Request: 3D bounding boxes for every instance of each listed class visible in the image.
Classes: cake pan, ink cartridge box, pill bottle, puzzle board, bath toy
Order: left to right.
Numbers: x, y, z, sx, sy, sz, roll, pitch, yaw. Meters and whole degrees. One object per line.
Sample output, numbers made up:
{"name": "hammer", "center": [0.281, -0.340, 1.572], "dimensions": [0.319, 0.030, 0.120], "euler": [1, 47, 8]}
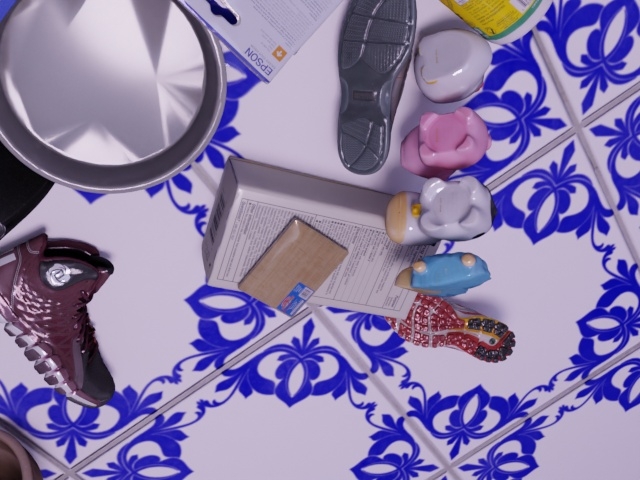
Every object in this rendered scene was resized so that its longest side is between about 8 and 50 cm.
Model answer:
{"name": "cake pan", "center": [-0.265, -0.201, 0.882], "dimensions": [0.293, 0.054, 0.293], "euler": [-6, 119, -11]}
{"name": "ink cartridge box", "center": [-0.070, -0.343, 0.849], "dimensions": [0.224, 0.045, 0.223], "euler": [-47, 120, 4]}
{"name": "puzzle board", "center": [-0.037, 0.039, 0.968], "dimensions": [0.096, 0.011, 0.128], "euler": [32, 107, -28]}
{"name": "bath toy", "center": [0.166, -0.104, 0.947], "dimensions": [0.151, 0.348, 0.129], "euler": [-1, 168, 28]}
{"name": "pill bottle", "center": [0.183, -0.347, 0.884], "dimensions": [0.208, 0.117, 0.117], "euler": [29, 107, -27]}

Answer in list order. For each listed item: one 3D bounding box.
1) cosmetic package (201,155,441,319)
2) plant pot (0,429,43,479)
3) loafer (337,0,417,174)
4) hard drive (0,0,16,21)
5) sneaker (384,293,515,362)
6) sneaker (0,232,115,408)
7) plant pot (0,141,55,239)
{"name": "cosmetic package", "center": [0.000, 0.000, 1.028], "dimensions": [0.310, 0.113, 0.160], "euler": [12, 114, -21]}
{"name": "plant pot", "center": [-0.512, 0.446, 1.081], "dimensions": [0.263, 0.263, 0.229], "euler": [-20, 139, -3]}
{"name": "loafer", "center": [0.074, -0.225, 0.958], "dimensions": [0.096, 0.084, 0.267], "euler": [14, 113, 13]}
{"name": "hard drive", "center": [-0.421, -0.356, 0.681], "dimensions": [0.210, 0.040, 0.319], "euler": [-40, 121, 22]}
{"name": "sneaker", "center": [0.201, 0.139, 1.173], "dimensions": [0.225, 0.093, 0.088], "euler": [23, 92, -6]}
{"name": "sneaker", "center": [-0.338, 0.108, 1.003], "dimensions": [0.162, 0.106, 0.281], "euler": [-32, 120, 0]}
{"name": "plant pot", "center": [-0.453, -0.048, 0.850], "dimensions": [0.188, 0.167, 0.187], "euler": [-41, 120, 8]}
